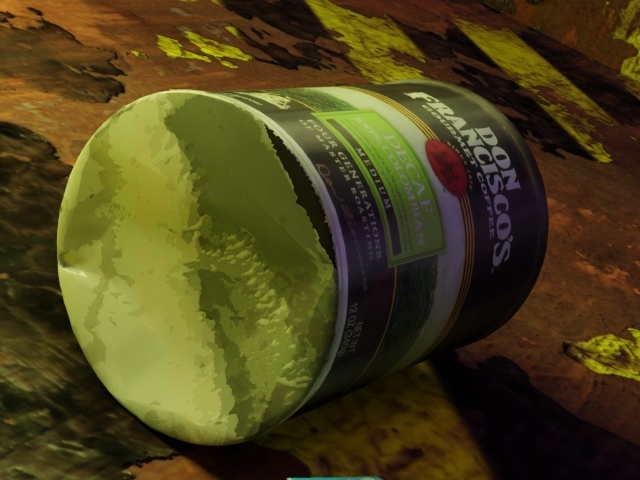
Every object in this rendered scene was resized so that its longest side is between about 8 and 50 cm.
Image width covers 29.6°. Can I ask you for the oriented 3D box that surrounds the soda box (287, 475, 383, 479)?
[{"bbox_3d":[0.063,0.178,0.533,0.067,0.071,0.210,10,9,-45],"label":"soda box"}]

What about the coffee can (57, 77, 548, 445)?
[{"bbox_3d":[0.000,0.000,0.782,0.201,0.201,0.275,34,25,25],"label":"coffee can"}]
